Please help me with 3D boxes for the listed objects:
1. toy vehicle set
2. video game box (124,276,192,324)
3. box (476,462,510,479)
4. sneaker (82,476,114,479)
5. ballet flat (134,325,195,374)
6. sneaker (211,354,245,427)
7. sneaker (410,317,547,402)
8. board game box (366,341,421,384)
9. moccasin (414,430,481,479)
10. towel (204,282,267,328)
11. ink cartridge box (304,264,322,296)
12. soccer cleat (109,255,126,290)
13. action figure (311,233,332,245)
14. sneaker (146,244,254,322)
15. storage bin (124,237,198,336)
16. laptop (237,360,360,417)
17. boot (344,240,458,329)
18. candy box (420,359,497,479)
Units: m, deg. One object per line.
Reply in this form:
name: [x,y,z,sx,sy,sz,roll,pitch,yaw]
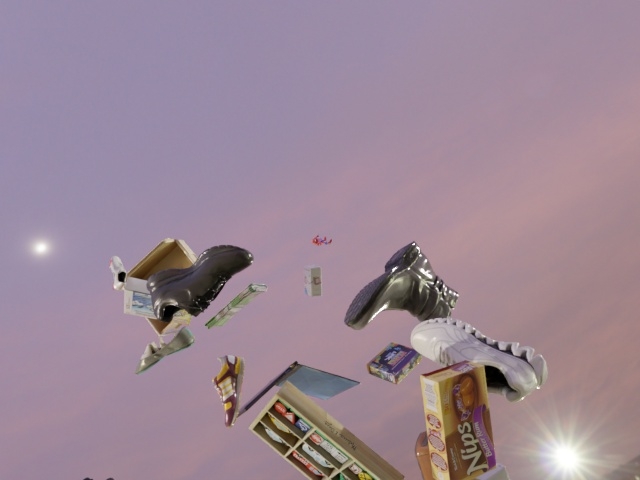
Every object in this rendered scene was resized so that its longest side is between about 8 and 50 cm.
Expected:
toy vehicle set: [0.002,0.391,0.812,0.035,0.266,0.166,-45,-11,-49]
video game box: [-0.483,0.188,1.318,0.205,0.048,0.187,15,-33,-15]
box: [0.548,0.788,1.428,0.101,0.087,0.102,-18,-2,-23]
sneaker: [-0.713,0.769,1.351,0.170,0.089,0.051,-48,-27,7]
ballet flat: [-0.454,0.308,1.245,0.213,0.068,0.072,-30,4,11]
sneaker: [-0.256,0.406,1.180,0.083,0.186,0.070,8,-30,-10]
sneaker: [0.309,0.248,0.922,0.118,0.292,0.110,-25,-65,-41]
board game box: [0.286,0.473,1.697,0.170,0.141,0.048,-30,-68,-38]
moccasin: [0.393,0.728,1.278,0.139,0.146,0.380,-31,-71,-55]
towel: [-0.199,0.161,1.059,0.152,0.023,0.113,-41,-12,3]
ink cartridge box: [-0.033,0.169,1.850,0.052,0.088,0.123,-2,-87,-22]
soccer cleat: [-0.418,0.065,0.908,0.035,0.083,0.029,-37,-34,28]
action figure: [0.000,0.000,1.437,0.115,0.038,0.030,-10,-55,-64]
sneaker: [-0.282,0.109,1.049,0.286,0.130,0.109,-26,-31,13]
storage bin: [-0.564,0.169,1.652,0.260,0.262,0.123,-42,-9,5]
laptop: [-0.120,0.651,1.745,0.408,0.236,0.382,-36,-11,-35]
boot: [0.229,0.169,1.131,0.338,0.223,0.118,-41,2,-33]
candy box: [0.242,0.318,0.765,0.109,0.053,0.187,-8,-90,-26]
